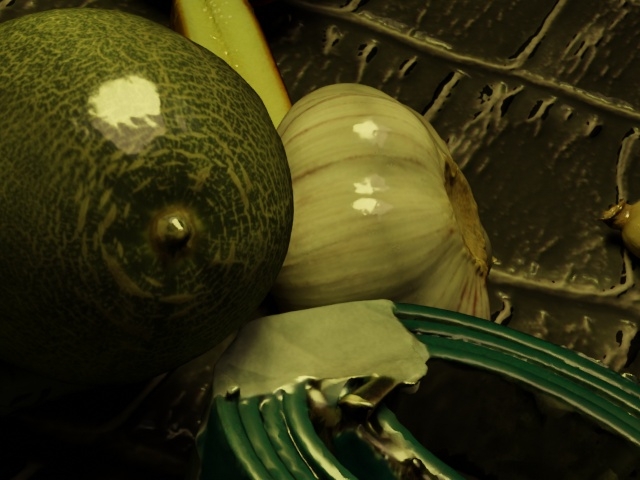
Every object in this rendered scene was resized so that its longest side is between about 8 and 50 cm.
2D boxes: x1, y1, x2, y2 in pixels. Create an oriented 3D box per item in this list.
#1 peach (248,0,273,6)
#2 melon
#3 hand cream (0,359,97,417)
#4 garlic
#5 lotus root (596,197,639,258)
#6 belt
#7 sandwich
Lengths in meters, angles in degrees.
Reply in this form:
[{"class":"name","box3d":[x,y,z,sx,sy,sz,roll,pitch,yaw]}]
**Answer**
[{"class":"peach","box3d":[-0.105,-0.367,1.598,0.281,0.281,0.338,-1,42,-27]},{"class":"melon","box3d":[-0.158,-0.031,1.084,0.248,0.249,0.329,-3,8,-29]},{"class":"hand cream","box3d":[-0.225,0.092,1.130,0.088,0.055,0.256,33,34,33]},{"class":"garlic","box3d":[0.000,0.000,1.271,0.253,0.245,0.245,-10,31,20]},{"class":"lotus root","box3d":[0.329,-0.005,1.519,0.150,0.062,0.073,22,36,-2]},{"class":"belt","box3d":[0.114,0.204,1.061,0.436,0.173,0.300,30,36,12]},{"class":"sandwich","box3d":[-0.082,-0.124,1.449,0.090,0.088,0.244,-3,46,-17]}]
